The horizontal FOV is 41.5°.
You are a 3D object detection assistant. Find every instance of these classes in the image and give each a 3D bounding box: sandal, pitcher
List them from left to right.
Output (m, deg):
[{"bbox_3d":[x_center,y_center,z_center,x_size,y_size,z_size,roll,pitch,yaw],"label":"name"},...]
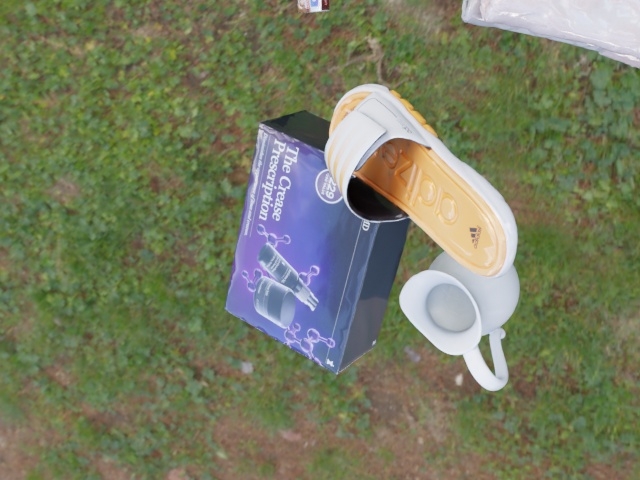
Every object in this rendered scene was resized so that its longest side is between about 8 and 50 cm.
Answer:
[{"bbox_3d":[0.063,-0.056,0.735,0.265,0.076,0.102,46,138,45],"label":"sandal"},{"bbox_3d":[0.203,0.095,1.113,0.125,0.207,0.178,-32,87,27],"label":"pitcher"}]

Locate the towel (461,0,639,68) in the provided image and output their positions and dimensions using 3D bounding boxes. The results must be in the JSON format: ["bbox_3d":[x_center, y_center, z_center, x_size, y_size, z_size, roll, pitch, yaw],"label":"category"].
[{"bbox_3d":[0.258,-0.264,0.547,0.317,0.053,0.332,9,88,-15],"label":"towel"}]

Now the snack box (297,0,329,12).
[{"bbox_3d":[-0.015,-0.472,1.409,0.064,0.022,0.178,12,109,49],"label":"snack box"}]

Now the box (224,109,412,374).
[{"bbox_3d":[0.000,0.000,1.027,0.184,0.103,0.261,25,119,23],"label":"box"}]
